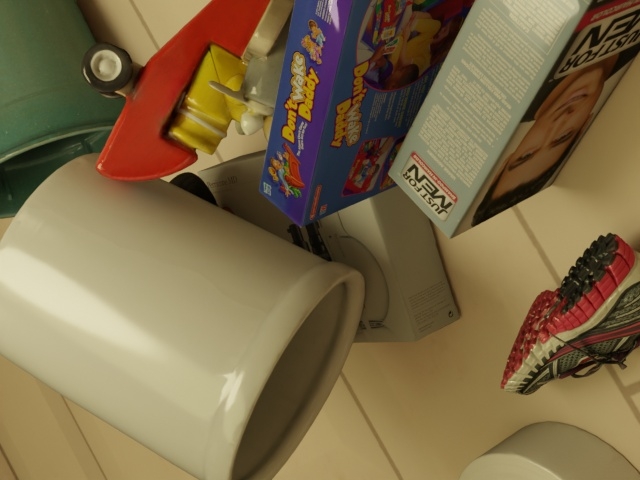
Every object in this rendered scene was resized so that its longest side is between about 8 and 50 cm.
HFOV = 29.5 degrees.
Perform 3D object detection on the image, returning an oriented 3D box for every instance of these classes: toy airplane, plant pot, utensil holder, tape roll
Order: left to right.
[{"bbox_3d":[-0.490,-0.254,2.003,0.341,0.341,0.334,-38,72,53],"label":"plant pot"},{"bbox_3d":[-0.187,0.103,1.562,0.385,0.327,0.328,26,131,17],"label":"utensil holder"},{"bbox_3d":[-0.072,-0.229,1.495,0.272,0.386,0.384,48,132,-6],"label":"toy airplane"},{"bbox_3d":[0.304,0.379,1.547,0.286,0.100,0.286,28,130,39],"label":"tape roll"}]

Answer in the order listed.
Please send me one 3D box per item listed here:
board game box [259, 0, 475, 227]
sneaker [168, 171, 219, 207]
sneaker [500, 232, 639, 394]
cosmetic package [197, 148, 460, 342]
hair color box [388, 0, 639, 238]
[{"bbox_3d":[0.069,-0.202,1.321,0.078,0.233,0.347,41,136,30],"label":"board game box"},{"bbox_3d":[-0.126,0.038,1.746,0.162,0.106,0.281,13,127,39],"label":"sneaker"},{"bbox_3d":[0.300,0.112,1.395,0.112,0.121,0.299,29,148,-3],"label":"sneaker"},{"bbox_3d":[0.000,0.000,1.714,0.377,0.097,0.284,-8,101,53],"label":"cosmetic package"},{"bbox_3d":[0.226,-0.184,1.249,0.113,0.185,0.374,49,141,20],"label":"hair color box"}]
